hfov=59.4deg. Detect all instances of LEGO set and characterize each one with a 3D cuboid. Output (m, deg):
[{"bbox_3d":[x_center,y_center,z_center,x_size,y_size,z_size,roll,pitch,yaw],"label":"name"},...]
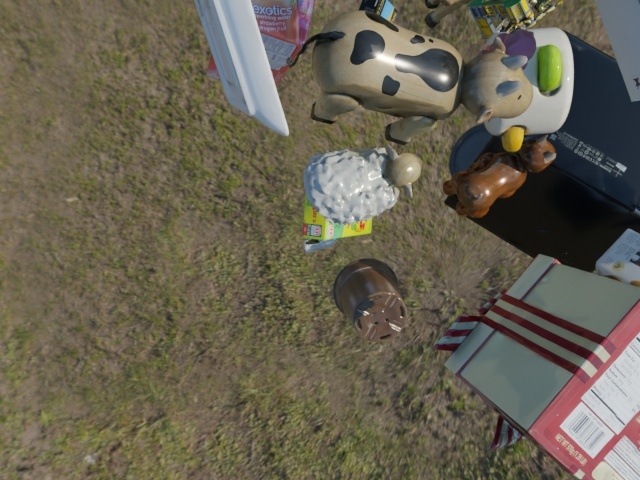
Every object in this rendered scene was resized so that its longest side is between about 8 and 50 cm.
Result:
[{"bbox_3d":[0.613,-0.693,1.640,0.331,0.192,0.255,-53,34,-14],"label":"LEGO set"}]

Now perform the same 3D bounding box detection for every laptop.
[{"bbox_3d":[0.566,-0.171,1.275,0.382,0.236,0.408,32,89,4],"label":"laptop"}]

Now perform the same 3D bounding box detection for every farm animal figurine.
[{"bbox_3d":[0.133,-0.191,0.605,0.327,0.172,0.330,-5,86,-16],"label":"farm animal figurine"}]

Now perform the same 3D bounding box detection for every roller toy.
[{"bbox_3d":[0.375,-0.293,1.057,0.146,0.209,0.191,-2,47,7],"label":"roller toy"}]

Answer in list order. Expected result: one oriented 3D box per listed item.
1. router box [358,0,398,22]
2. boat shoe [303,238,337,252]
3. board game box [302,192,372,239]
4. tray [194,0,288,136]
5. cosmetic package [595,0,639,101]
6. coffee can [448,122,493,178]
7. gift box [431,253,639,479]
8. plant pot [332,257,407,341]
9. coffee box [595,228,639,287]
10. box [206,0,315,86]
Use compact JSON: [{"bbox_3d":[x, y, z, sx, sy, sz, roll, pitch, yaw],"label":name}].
[{"bbox_3d":[0.109,-0.462,1.291,0.046,0.133,0.179,27,106,18],"label":"router box"},{"bbox_3d":[0.000,0.000,1.507,0.100,0.035,0.035,-18,48,-16],"label":"boat shoe"},{"bbox_3d":[0.035,-0.054,0.960,0.043,0.181,0.092,7,97,28],"label":"board game box"},{"bbox_3d":[-0.102,-0.237,0.554,0.030,0.145,0.270,-23,118,-13],"label":"tray"},{"bbox_3d":[0.404,-0.300,0.505,0.097,0.377,0.284,-30,100,-8],"label":"cosmetic package"},{"bbox_3d":[0.530,-0.198,1.636,0.201,0.275,0.201,-14,69,39],"label":"coffee can"},{"bbox_3d":[0.331,0.192,0.776,0.276,0.258,0.255,-43,104,-2],"label":"gift box"},{"bbox_3d":[0.123,0.146,1.323,0.167,0.165,0.167,-2,107,-7],"label":"plant pot"},{"bbox_3d":[0.620,0.105,0.976,0.098,0.141,0.246,-44,47,-8],"label":"coffee box"},{"bbox_3d":[-0.123,-0.413,1.109,0.154,0.300,0.142,16,83,-14],"label":"box"}]
